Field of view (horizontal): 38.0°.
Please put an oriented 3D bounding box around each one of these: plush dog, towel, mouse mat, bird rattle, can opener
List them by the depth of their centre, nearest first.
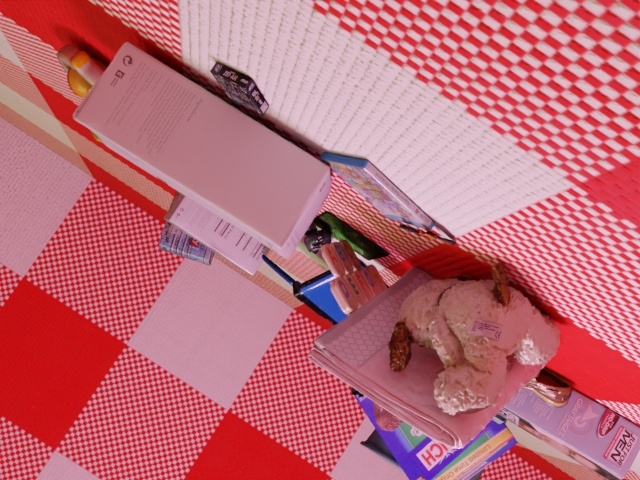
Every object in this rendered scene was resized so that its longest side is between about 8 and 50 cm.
[{"bbox_3d":[0.222,0.127,1.485,0.225,0.262,0.211,7,121,48],"label":"plush dog"},{"bbox_3d":[0.198,0.185,1.594,0.317,0.331,0.053,29,130,29],"label":"towel"},{"bbox_3d":[-0.416,-0.294,1.774,0.207,0.143,0.253,52,175,-30],"label":"bird rattle"},{"bbox_3d":[0.056,-0.006,1.877,0.152,0.007,0.189,34,171,-6],"label":"mouse mat"},{"bbox_3d":[0.000,0.000,1.946,0.059,0.073,0.186,-8,167,5],"label":"can opener"}]

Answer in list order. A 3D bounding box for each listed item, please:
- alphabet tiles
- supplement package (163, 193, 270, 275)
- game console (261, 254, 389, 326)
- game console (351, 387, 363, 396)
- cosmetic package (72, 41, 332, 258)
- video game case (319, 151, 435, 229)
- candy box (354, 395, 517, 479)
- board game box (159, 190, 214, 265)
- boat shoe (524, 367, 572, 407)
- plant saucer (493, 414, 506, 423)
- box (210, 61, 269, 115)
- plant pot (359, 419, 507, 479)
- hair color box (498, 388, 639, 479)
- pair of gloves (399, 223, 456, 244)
[{"bbox_3d":[0.096,0.122,1.809,0.278,0.021,0.284,60,-162,6],"label":"alphabet tiles"},{"bbox_3d":[-0.238,-0.039,2.257,0.244,0.134,0.139,35,174,-15],"label":"supplement package"},{"bbox_3d":[0.043,0.111,2.207,0.293,0.250,0.173,42,-151,-44],"label":"game console"},{"bbox_3d":[0.238,0.263,1.860,0.361,0.044,0.213,-16,166,28],"label":"game console"},{"bbox_3d":[-0.176,-0.137,1.508,0.385,0.156,0.217,33,176,6],"label":"cosmetic package"},{"bbox_3d":[0.086,-0.075,1.408,0.166,0.015,0.119,39,169,-33],"label":"video game case"},{"bbox_3d":[0.278,0.434,2.269,0.317,0.268,0.122,54,-176,27],"label":"candy box"},{"bbox_3d":[-0.308,-0.042,2.457,0.194,0.194,0.060,17,169,9],"label":"board game box"},{"bbox_3d":[0.436,0.274,1.910,0.178,0.064,0.060,29,139,16],"label":"boat shoe"},{"bbox_3d":[0.432,0.376,2.193,0.067,0.018,0.192,30,-151,19],"label":"plant saucer"},{"bbox_3d":[-0.116,-0.218,1.338,0.067,0.018,0.083,29,170,24],"label":"box"},{"bbox_3d":[0.336,0.495,2.486,0.341,0.334,0.341,32,171,6],"label":"plant pot"},{"bbox_3d":[0.499,0.372,2.008,0.374,0.114,0.185,29,170,19],"label":"hair color box"},{"bbox_3d":[0.166,-0.010,1.437,0.074,0.010,0.083,18,-179,-35],"label":"pair of gloves"}]
